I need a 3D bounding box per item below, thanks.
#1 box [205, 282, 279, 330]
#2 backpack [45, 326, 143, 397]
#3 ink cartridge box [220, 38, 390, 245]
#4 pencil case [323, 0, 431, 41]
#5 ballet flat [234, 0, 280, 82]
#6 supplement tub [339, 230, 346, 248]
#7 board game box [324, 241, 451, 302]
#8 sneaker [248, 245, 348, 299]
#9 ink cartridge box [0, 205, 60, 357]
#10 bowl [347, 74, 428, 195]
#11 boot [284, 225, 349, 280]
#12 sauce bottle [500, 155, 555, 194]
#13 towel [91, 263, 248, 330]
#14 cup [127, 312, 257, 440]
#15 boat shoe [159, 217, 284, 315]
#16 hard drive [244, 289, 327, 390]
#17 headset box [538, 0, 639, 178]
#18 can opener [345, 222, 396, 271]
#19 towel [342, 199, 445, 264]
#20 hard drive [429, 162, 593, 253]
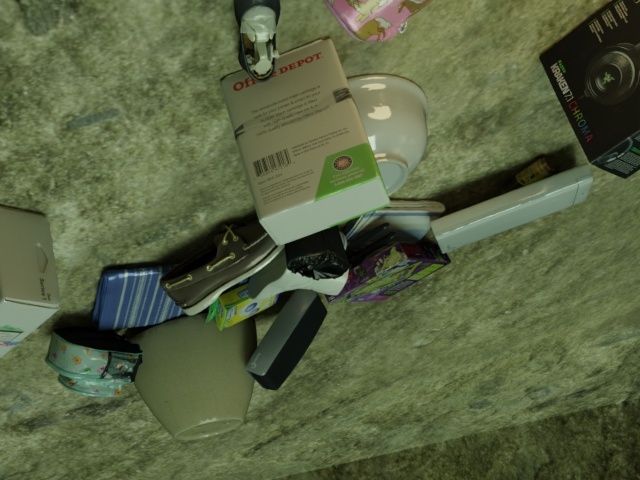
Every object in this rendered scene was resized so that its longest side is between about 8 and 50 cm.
[{"bbox_3d":[-0.176,0.142,2.196,0.179,0.043,0.105,-24,156,-26],"label":"box"},{"bbox_3d":[-0.520,0.268,2.160,0.188,0.166,0.144,22,90,-40],"label":"backpack"},{"bbox_3d":[-0.026,-0.159,1.545,0.199,0.272,0.115,-20,155,6],"label":"ink cartridge box"},{"bbox_3d":[0.172,-0.428,1.285,0.386,0.160,0.167,-32,157,26],"label":"pencil case"},{"bbox_3d":[-0.091,-0.311,1.447,0.074,0.074,0.203,-11,151,-11],"label":"ballet flat"},{"bbox_3d":[0.000,0.000,2.063,0.071,0.071,0.107,-33,148,28],"label":"supplement tub"},{"bbox_3d":[0.159,0.077,2.205,0.208,0.056,0.347,-35,165,17],"label":"board game box"},{"bbox_3d":[-0.043,0.083,2.050,0.169,0.108,0.292,12,167,-20],"label":"sneaker"},{"bbox_3d":[-0.609,0.094,1.757,0.278,0.201,0.117,-36,147,31],"label":"ink cartridge box"},{"bbox_3d":[0.075,-0.157,1.753,0.298,0.134,0.298,-14,152,-7],"label":"bowl"},{"bbox_3d":[0.018,-0.017,1.895,0.247,0.207,0.094,6,145,-37],"label":"boot"},{"bbox_3d":[0.449,-0.135,2.093,0.042,0.042,0.128,14,139,-44],"label":"sauce bottle"},{"bbox_3d":[-0.330,0.113,2.136,0.336,0.040,0.243,-6,149,-23],"label":"towel"},{"bbox_3d":[-0.291,0.341,2.310,0.331,0.236,0.331,-14,158,-6],"label":"cup"},{"bbox_3d":[-0.188,0.027,1.970,0.324,0.116,0.097,-36,115,19],"label":"boat shoe"},{"bbox_3d":[-0.075,0.235,2.310,0.254,0.054,0.172,-56,156,-15],"label":"hard drive"},{"bbox_3d":[0.562,-0.291,1.653,0.131,0.246,0.283,13,141,-44],"label":"headset box"},{"bbox_3d":[0.092,0.013,2.087,0.059,0.073,0.186,41,134,-8],"label":"can opener"},{"bbox_3d":[0.132,-0.005,2.166,0.209,0.034,0.285,-1,149,-28],"label":"towel"},{"bbox_3d":[0.424,-0.066,2.147,0.353,0.047,0.233,-20,167,7],"label":"hard drive"}]
